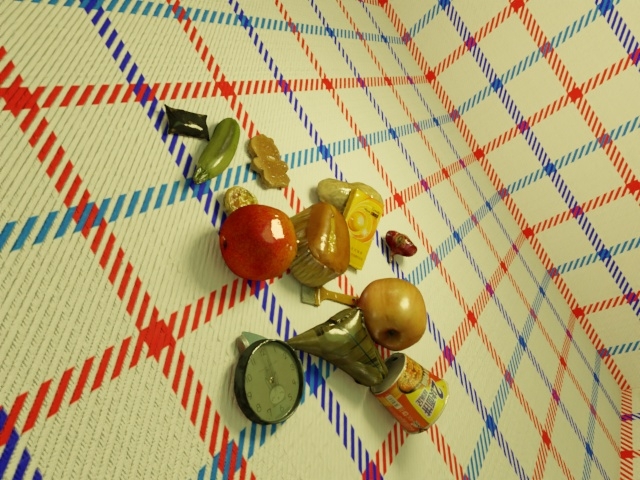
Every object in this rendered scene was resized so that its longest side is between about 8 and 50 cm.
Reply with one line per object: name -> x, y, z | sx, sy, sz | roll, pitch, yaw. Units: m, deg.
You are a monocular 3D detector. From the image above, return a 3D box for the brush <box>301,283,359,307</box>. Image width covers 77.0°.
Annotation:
brush -> 0.043, 0.188, 1.375 | 0.272, 0.013, 0.103 | 20, 54, -35

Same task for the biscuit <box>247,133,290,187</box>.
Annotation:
biscuit -> -0.189, -0.283, 1.430 | 0.166, 0.036, 0.226 | -9, 70, -47

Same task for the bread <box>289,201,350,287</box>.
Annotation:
bread -> 0.000, 0.000, 1.333 | 0.204, 0.156, 0.288 | 34, 40, -27

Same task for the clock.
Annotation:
clock -> -0.127, 0.365, 1.050 | 0.215, 0.042, 0.215 | 23, 58, -42

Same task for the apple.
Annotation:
apple -> 0.240, 0.254, 1.355 | 0.242, 0.242, 0.241 | 49, 24, -9

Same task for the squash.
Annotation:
squash -> -0.317, -0.276, 1.264 | 0.094, 0.094, 0.341 | 34, 43, -24

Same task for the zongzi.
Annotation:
zongzi -> 0.048, 0.363, 1.210 | 0.289, 0.123, 0.260 | -23, 88, -35

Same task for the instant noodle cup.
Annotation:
instant noodle cup -> 0.274, 0.475, 1.289 | 0.174, 0.213, 0.213 | 42, 43, -5

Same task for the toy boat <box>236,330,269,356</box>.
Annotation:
toy boat -> -0.171, 0.285, 1.103 | 0.122, 0.034, 0.096 | -9, 75, -56

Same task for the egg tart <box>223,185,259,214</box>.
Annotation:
egg tart -> -0.247, -0.106, 1.249 | 0.130, 0.052, 0.130 | 25, 49, -32

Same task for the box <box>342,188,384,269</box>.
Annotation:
box -> 0.137, -0.039, 1.493 | 0.152, 0.043, 0.269 | 25, 81, -32

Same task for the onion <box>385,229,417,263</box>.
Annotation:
onion -> 0.321, 0.036, 1.685 | 0.150, 0.140, 0.150 | 34, 3, -2

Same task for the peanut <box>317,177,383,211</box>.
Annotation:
peanut -> 0.118, -0.167, 1.583 | 0.313, 0.149, 0.149 | 6, 62, -37

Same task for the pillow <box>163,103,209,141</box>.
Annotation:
pillow -> -0.412, -0.364, 1.255 | 0.150, 0.048, 0.090 | 0, 63, -47

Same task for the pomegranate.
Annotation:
pomegranate -> -0.161, 0.004, 1.152 | 0.256, 0.220, 0.221 | 2, 64, -52
